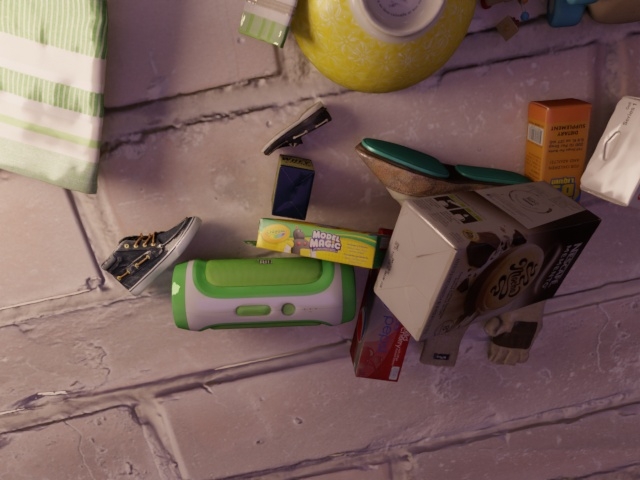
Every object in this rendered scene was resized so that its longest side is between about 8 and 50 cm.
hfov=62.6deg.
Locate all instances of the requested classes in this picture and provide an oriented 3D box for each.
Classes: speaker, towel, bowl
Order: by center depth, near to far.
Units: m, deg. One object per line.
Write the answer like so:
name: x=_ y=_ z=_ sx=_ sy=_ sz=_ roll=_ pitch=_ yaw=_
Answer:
bowl: x=0.097 y=-0.346 z=0.732 sx=0.289 sy=0.156 sz=0.289 roll=-2 pitch=111 yaw=-4
towel: x=-0.067 y=-0.359 z=0.740 sx=0.023 sy=0.113 sz=0.152 roll=2 pitch=115 yaw=-43
towel: x=-0.428 y=-0.249 z=0.755 sx=0.248 sy=0.038 sz=0.325 roll=15 pitch=110 yaw=3
speaker: x=-0.093 y=0.088 z=0.898 sx=0.296 sy=0.131 sz=0.131 roll=-2 pitch=112 yaw=-5

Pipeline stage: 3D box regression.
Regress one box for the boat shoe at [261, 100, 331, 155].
boat shoe: x=-0.039 y=-0.172 z=0.847 sx=0.125 sy=0.046 sz=0.038 roll=-38 pitch=105 yaw=1

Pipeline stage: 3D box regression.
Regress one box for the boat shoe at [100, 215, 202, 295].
boat shoe: x=-0.285 y=0.010 z=0.882 sx=0.183 sy=0.065 sz=0.083 roll=-44 pitch=110 yaw=12

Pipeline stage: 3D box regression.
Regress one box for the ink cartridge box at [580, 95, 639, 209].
ink cartridge box: x=0.553 y=-0.128 z=0.858 sx=0.219 sy=0.092 sz=0.160 roll=4 pitch=113 yaw=-31

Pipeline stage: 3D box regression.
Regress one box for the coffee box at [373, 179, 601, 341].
coffee box: x=0.248 y=0.021 z=0.786 sx=0.297 sy=0.119 sz=0.168 roll=-11 pitch=132 yaw=-30

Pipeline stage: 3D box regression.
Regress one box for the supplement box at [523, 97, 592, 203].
supplement box: x=0.395 y=-0.116 z=0.893 sx=0.078 sy=0.080 sz=0.233 roll=-5 pitch=114 yaw=-1

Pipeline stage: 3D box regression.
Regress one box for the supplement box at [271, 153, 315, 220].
supplement box: x=-0.046 y=-0.088 z=0.857 sx=0.056 sy=0.083 sz=0.083 roll=9 pitch=110 yaw=-9

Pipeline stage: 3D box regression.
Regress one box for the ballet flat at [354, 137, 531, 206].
ballet flat: x=0.198 y=-0.082 z=0.876 sx=0.316 sy=0.107 sz=0.106 roll=12 pitch=117 yaw=-9

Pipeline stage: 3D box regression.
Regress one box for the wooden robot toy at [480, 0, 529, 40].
wooden robot toy: x=0.286 y=-0.397 z=0.787 sx=0.079 sy=0.076 sz=0.173 roll=-34 pitch=117 yaw=-24

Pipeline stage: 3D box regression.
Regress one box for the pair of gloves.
pair of gloves: x=0.314 y=0.148 z=1.007 sx=0.240 sy=0.042 sz=0.204 roll=1 pitch=112 yaw=-7

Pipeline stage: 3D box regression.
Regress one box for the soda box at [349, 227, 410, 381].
soda box: x=0.123 y=0.117 z=0.949 sx=0.083 sy=0.092 sz=0.263 roll=10 pitch=110 yaw=-7

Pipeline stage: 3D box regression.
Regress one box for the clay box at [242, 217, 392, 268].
clay box: x=0.000 y=0.000 z=0.837 sx=0.222 sy=0.127 sz=0.053 roll=11 pitch=94 yaw=22

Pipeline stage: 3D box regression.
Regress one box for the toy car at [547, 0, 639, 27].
toy car: x=0.443 y=-0.437 z=0.716 sx=0.219 sy=0.210 sz=0.238 roll=-1 pitch=96 yaw=12
